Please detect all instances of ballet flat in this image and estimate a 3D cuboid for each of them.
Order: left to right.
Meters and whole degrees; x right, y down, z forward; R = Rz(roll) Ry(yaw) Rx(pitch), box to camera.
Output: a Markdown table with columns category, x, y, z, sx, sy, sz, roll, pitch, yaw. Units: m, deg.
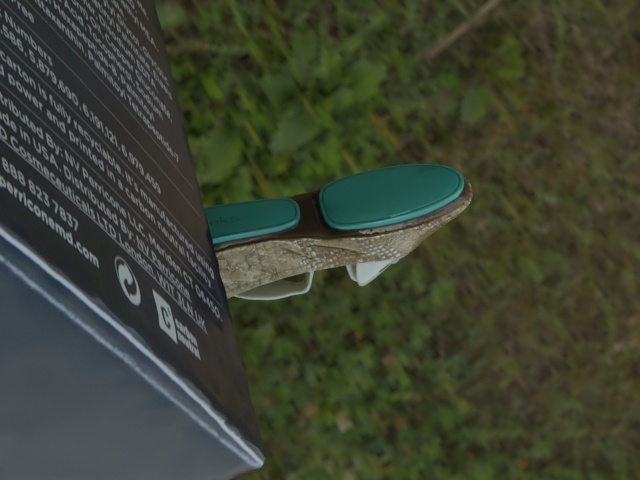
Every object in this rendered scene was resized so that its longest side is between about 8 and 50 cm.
| category | x | y | z | sx | sy | sz | roll | pitch | yaw |
| --- | --- | --- | --- | --- | --- | --- | --- | --- | --- |
| ballet flat | 0.000 | 0.000 | 1.261 | 0.206 | 0.073 | 0.067 | -9 | 126 | 4 |

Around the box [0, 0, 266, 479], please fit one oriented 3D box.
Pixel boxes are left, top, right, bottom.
| category | x | y | z | sx | sy | sz | roll | pitch | yaw |
| --- | --- | --- | --- | --- | --- | --- | --- | --- | --- |
| box | -0.336 | -0.046 | 0.965 | 0.480 | 0.472 | 0.297 | -24 | 146 | 13 |
